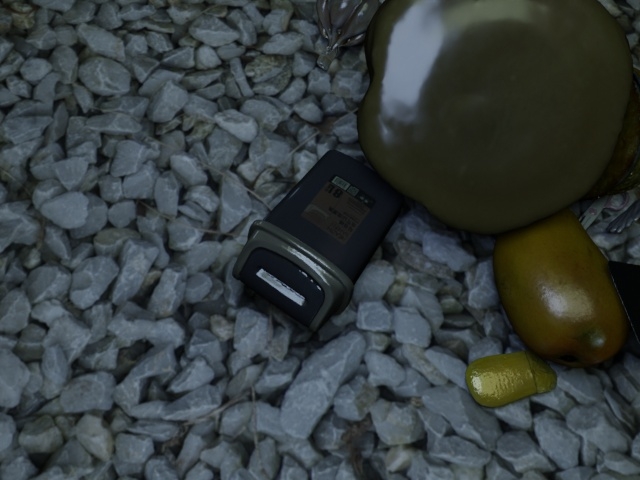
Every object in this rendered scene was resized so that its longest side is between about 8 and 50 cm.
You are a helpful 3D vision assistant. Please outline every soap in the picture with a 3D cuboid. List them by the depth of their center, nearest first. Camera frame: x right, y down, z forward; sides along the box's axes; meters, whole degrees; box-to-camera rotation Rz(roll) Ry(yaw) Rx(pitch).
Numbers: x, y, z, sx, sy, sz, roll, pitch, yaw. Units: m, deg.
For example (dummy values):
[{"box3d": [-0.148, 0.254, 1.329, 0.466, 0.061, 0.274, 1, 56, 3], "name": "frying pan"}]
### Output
[{"box3d": [0.337, 0.237, 1.177, 0.168, 0.033, 0.089, -14, 72, -10], "name": "soap"}]

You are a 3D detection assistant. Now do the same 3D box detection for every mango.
[{"box3d": [0.416, 0.071, 1.179, 0.211, 0.173, 0.317, -8, 62, -9], "name": "mango"}]

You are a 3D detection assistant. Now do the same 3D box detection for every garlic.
[{"box3d": [0.039, -0.454, 1.398, 0.131, 0.127, 0.194, 34, 90, 6], "name": "garlic"}]

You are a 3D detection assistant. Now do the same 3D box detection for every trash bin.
[{"box3d": [0.000, 0.000, 1.177, 0.209, 0.182, 0.290, 33, 64, 10], "name": "trash bin"}]

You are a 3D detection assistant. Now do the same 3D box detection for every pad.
[{"box3d": [0.578, 0.123, 1.161, 0.267, 0.004, 0.181, 8, 59, -46], "name": "pad"}]

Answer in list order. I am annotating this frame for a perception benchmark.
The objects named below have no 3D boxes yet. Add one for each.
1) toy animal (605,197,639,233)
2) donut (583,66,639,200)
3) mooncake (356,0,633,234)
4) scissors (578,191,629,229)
[{"box3d": [0.702, -0.131, 1.215, 0.225, 0.284, 0.302, 20, 69, 7], "name": "toy animal"}, {"box3d": [0.542, -0.209, 1.269, 0.107, 0.272, 0.272, 4, 66, -24], "name": "donut"}, {"box3d": [0.281, -0.253, 1.165, 0.467, 0.262, 0.467, -1, 102, -2], "name": "mooncake"}, {"box3d": [0.534, -0.056, 1.314, 0.085, 0.022, 0.176, 40, 68, 15], "name": "scissors"}]
